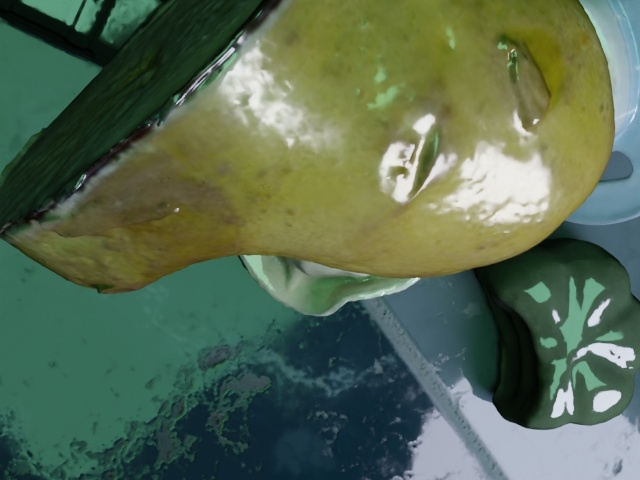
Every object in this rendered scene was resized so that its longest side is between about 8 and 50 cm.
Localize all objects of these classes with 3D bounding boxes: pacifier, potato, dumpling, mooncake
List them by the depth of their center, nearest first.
[{"bbox_3d":[0.007,-0.054,0.719,0.296,0.290,0.397,42,94,-21],"label":"potato"},{"bbox_3d":[0.002,0.001,0.877,0.169,0.100,0.134,27,100,-11],"label":"dumpling"},{"bbox_3d":[0.219,-0.159,0.881,0.207,0.227,0.279,-26,107,-40],"label":"pacifier"},{"bbox_3d":[0.206,0.082,0.926,0.168,0.104,0.175,-43,99,3],"label":"mooncake"}]

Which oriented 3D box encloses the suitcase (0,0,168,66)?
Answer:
[{"bbox_3d":[-0.209,-0.267,0.797,0.285,0.066,0.206,24,93,-23],"label":"suitcase"}]
